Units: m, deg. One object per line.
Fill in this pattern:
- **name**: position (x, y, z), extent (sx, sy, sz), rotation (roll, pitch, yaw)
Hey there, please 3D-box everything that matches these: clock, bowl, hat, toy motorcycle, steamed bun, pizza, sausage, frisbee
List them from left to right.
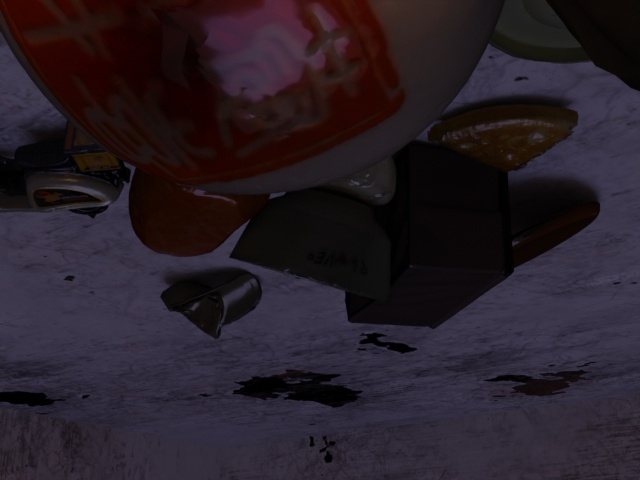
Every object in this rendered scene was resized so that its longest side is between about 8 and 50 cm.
- **toy motorcycle**: position (-0.375, -0.094, 1.098), extent (0.263, 0.091, 0.157), rotation (-4, 149, 4)
- **sausage**: position (-0.150, -0.075, 1.060), extent (0.153, 0.141, 0.268), rotation (17, 152, -20)
- **hat**: position (-0.198, 0.101, 1.608), extent (0.175, 0.085, 0.147), rotation (-30, 139, 10)
- **steamed bun**: position (-0.059, -0.180, 0.570), extent (0.374, 0.241, 0.374), rotation (8, 138, 8)
- **bowl**: position (0.000, 0.000, 1.087), extent (0.211, 0.112, 0.211), rotation (15, 175, 1)
- **steamed bun**: position (0.036, -0.099, 1.076), extent (0.130, 0.091, 0.112), rotation (10, 167, 18)
- **pizza**: position (0.233, -0.130, 1.070), extent (0.178, 0.041, 0.131), rotation (-11, 153, 23)
- **frisbee**: position (0.313, 0.010, 1.304), extent (0.251, 0.021, 0.251), rotation (-25, 167, -6)
- **clock**: position (0.262, -0.241, 0.819), extent (0.235, 0.029, 0.235), rotation (0, 157, 0)

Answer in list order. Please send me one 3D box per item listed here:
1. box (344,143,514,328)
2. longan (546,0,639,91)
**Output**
- **box**: position (0.143, 0.002, 1.204), extent (0.153, 0.188, 0.252), rotation (7, 159, -17)
- **longan**: position (0.257, -0.233, 0.387), extent (0.391, 0.391, 0.391), rotation (0, 157, 0)
